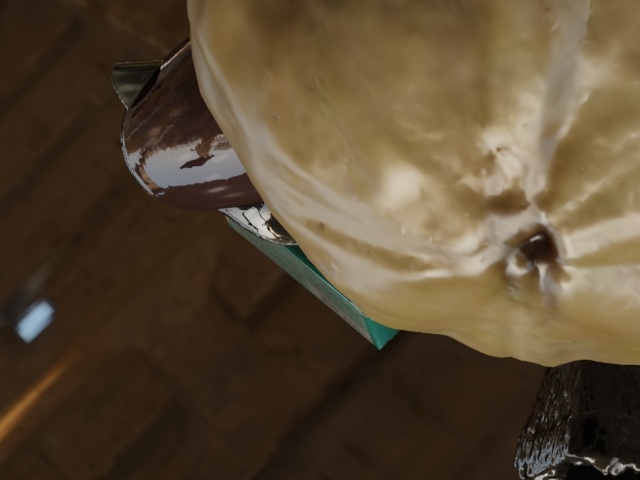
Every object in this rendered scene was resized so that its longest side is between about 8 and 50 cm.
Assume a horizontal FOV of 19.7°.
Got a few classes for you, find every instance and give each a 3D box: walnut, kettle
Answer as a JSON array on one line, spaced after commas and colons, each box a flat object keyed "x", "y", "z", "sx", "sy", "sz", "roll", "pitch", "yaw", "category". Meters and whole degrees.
[{"x": 0.113, "y": -0.125, "z": 0.866, "sx": 0.381, "sy": 0.381, "sz": 0.381, "roll": -22, "pitch": -141, "yaw": 19, "category": "walnut"}, {"x": -0.022, "y": -0.083, "z": 1.276, "sx": 0.232, "sy": 0.202, "sz": 0.144, "roll": -19, "pitch": -138, "yaw": 50, "category": "kettle"}]

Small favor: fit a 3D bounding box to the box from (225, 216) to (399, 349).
[{"x": 0.000, "y": 0.000, "z": 2.084, "sx": 0.245, "sy": 0.153, "sz": 0.092, "roll": 40, "pitch": -98, "yaw": 16, "category": "box"}]

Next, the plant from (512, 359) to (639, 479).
[{"x": 0.242, "y": 0.159, "z": 1.484, "sx": 0.164, "sy": 0.142, "sz": 0.256, "roll": 140, "pitch": -47, "yaw": -68, "category": "plant"}]
